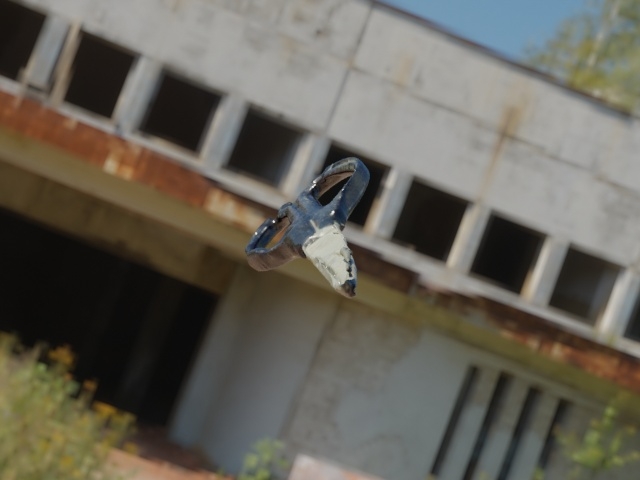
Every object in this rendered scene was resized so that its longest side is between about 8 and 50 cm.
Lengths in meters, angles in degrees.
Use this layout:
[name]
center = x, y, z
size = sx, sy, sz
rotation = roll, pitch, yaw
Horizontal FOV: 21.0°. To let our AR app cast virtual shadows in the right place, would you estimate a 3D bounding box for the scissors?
[scissors]
center = 0.000, 0.000, 1.139
size = 0.022, 0.109, 0.300
rotation = 49, 3, -11
